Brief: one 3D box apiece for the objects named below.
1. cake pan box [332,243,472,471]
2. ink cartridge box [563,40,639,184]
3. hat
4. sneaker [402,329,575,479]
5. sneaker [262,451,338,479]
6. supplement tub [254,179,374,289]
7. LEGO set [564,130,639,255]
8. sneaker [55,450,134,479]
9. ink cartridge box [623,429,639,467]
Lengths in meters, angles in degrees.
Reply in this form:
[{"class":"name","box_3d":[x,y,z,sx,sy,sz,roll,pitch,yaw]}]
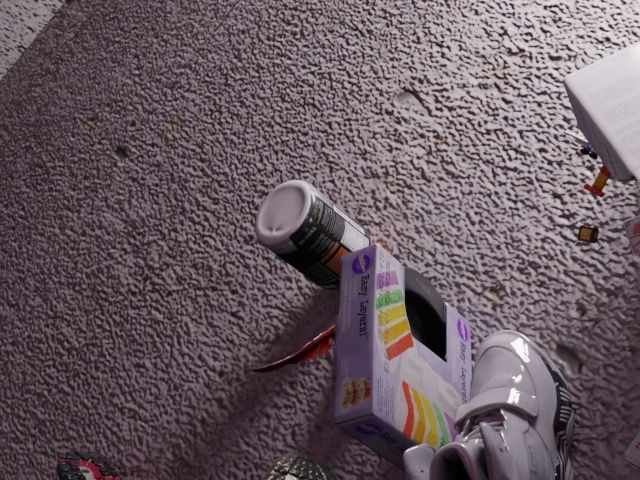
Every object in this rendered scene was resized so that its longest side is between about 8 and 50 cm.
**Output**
[{"class":"cake pan box","box_3d":[0.113,0.167,1.780,0.070,0.246,0.267,-19,49,29]},{"class":"ink cartridge box","box_3d":[0.490,-0.139,1.576,0.308,0.091,0.385,-24,36,5]},{"class":"hat","box_3d":[0.041,0.116,1.932,0.173,0.183,0.208,-14,53,36]},{"class":"sneaker","box_3d":[0.210,0.240,1.658,0.137,0.210,0.366,-25,47,29]},{"class":"sneaker","box_3d":[-0.077,0.481,1.830,0.182,0.158,0.410,-35,35,47]},{"class":"supplement tub","box_3d":[0.000,0.000,2.051,0.117,0.190,0.117,-24,48,29]},{"class":"LEGO set","box_3d":[0.427,-0.084,1.744,0.244,0.060,0.182,-22,77,27]},{"class":"sneaker","box_3d":[-0.331,0.452,2.118,0.299,0.121,0.112,44,124,49]},{"class":"ink cartridge box","box_3d":[0.443,0.208,1.537,0.175,0.072,0.127,-55,18,-2]}]
